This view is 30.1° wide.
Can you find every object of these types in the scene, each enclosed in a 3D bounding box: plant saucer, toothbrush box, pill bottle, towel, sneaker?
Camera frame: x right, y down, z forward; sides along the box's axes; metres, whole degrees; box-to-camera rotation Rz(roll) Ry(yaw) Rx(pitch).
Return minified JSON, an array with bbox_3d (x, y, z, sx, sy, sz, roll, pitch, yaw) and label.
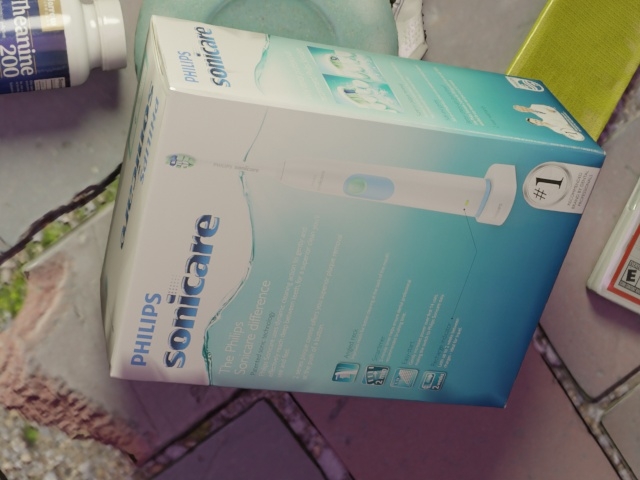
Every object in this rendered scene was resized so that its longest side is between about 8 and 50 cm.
[{"bbox_3d":[-0.038,-0.132,0.856,0.195,0.037,0.195,-1,106,-4],"label":"plant saucer"},{"bbox_3d":[0.011,-0.013,0.824,0.295,0.126,0.216,5,119,-18],"label":"toothbrush box"},{"bbox_3d":[-0.196,-0.136,0.817,0.120,0.067,0.067,-8,103,-13],"label":"pill bottle"},{"bbox_3d":[0.190,-0.116,0.936,0.102,0.021,0.237,31,88,-24],"label":"towel"},{"bbox_3d":[0.062,-0.164,0.898,0.044,0.040,0.109,7,107,-23],"label":"sneaker"}]

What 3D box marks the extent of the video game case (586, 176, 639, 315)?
[{"bbox_3d":[0.371,-0.046,1.008,0.204,0.025,0.285,25,95,-18],"label":"video game case"}]
